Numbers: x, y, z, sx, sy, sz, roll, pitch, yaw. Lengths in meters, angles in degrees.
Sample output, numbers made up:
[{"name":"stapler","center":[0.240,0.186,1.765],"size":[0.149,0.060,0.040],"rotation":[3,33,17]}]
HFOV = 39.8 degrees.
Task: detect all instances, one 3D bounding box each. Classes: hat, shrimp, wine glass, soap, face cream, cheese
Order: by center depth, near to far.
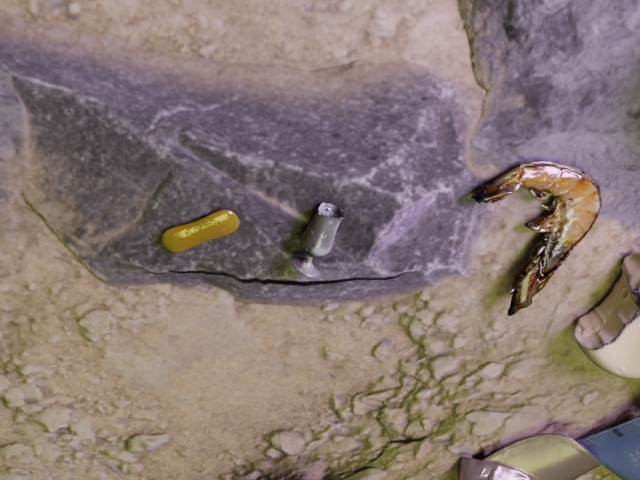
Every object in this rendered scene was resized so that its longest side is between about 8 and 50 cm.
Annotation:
[{"name":"soap","center":[-0.132,-0.010,0.974],"size":[0.089,0.012,0.034],"rotation":[-21,125,8]},{"name":"wine glass","center":[0.000,0.000,0.982],"size":[0.039,0.042,0.083],"rotation":[-3,130,-42]},{"name":"shrimp","center":[0.225,-0.007,1.005],"size":[0.147,0.035,0.195],"rotation":[19,114,-22]},{"name":"cheese","center":[0.430,0.120,1.103],"size":[0.249,0.071,0.163],"rotation":[34,116,-27]},{"name":"hat","center":[0.299,0.359,1.230],"size":[0.173,0.144,0.166],"rotation":[-19,133,39]},{"name":"face cream","center":[0.539,0.365,1.289],"size":[0.385,0.086,0.135],"rotation":[39,129,-23]}]
